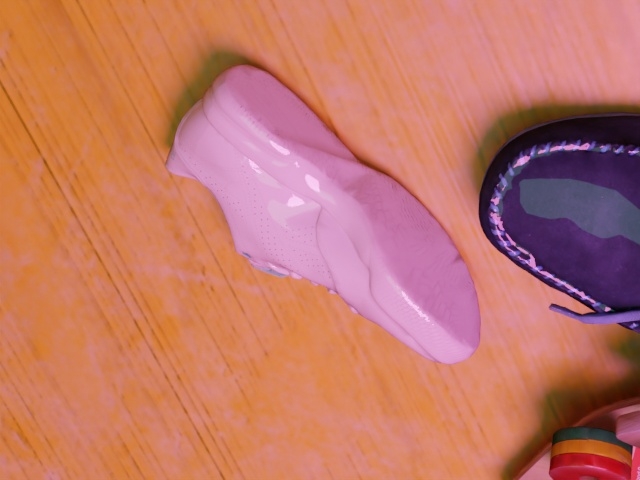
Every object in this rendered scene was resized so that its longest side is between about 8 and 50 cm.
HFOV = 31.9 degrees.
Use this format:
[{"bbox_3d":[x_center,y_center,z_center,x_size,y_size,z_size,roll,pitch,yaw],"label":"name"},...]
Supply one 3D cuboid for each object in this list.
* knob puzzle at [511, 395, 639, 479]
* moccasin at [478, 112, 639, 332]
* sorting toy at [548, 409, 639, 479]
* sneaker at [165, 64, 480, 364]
[{"bbox_3d":[0.212,0.168,0.691,0.213,0.030,0.213,3,111,9],"label":"knob puzzle"},{"bbox_3d":[0.251,0.017,0.580,0.342,0.117,0.137,15,112,4],"label":"moccasin"},{"bbox_3d":[0.248,0.117,0.563,0.132,0.046,0.274,25,150,-22],"label":"sorting toy"},{"bbox_3d":[0.000,0.000,0.652,0.212,0.080,0.094,46,123,-1],"label":"sneaker"}]
